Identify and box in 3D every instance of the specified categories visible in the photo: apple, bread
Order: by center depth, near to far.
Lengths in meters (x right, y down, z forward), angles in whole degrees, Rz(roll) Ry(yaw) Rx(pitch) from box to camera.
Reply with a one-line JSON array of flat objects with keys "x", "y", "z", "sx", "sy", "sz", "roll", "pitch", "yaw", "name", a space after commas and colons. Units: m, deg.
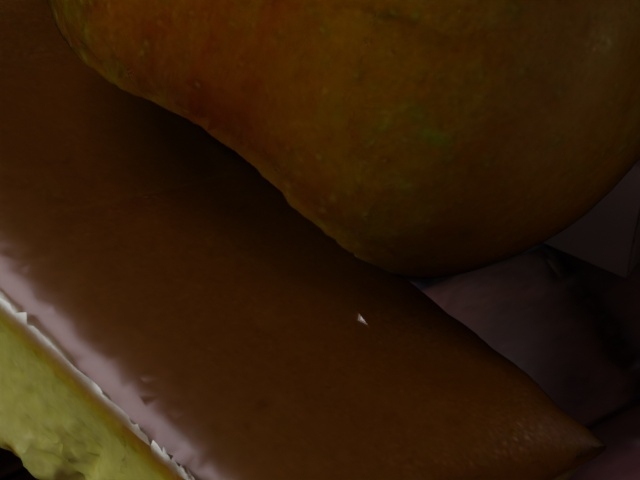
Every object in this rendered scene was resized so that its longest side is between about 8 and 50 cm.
[{"x": 0.020, "y": -0.100, "z": 0.568, "sx": 0.237, "sy": 0.237, "sz": 0.208, "roll": 16, "pitch": 82, "yaw": 57, "name": "apple"}, {"x": -0.085, "y": 0.004, "z": 0.572, "sx": 0.361, "sy": 0.077, "sz": 0.138, "roll": 39, "pitch": 39, "yaw": 26, "name": "bread"}]

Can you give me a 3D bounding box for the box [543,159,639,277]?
[{"x": 0.130, "y": -0.100, "z": 0.754, "sx": 0.155, "sy": 0.067, "sz": 0.243, "roll": 23, "pitch": 47, "yaw": 23, "name": "box"}]
